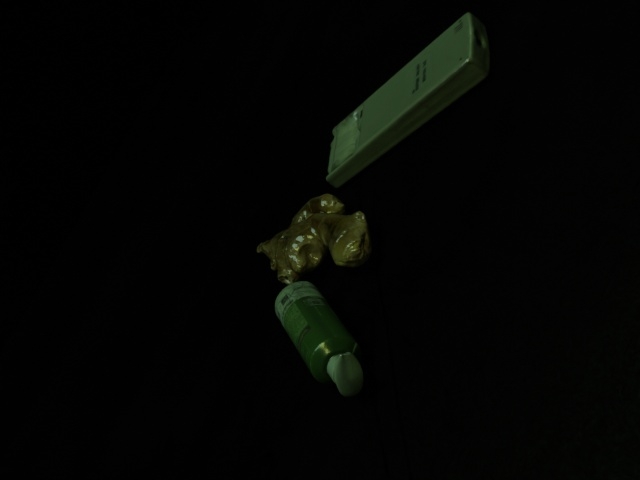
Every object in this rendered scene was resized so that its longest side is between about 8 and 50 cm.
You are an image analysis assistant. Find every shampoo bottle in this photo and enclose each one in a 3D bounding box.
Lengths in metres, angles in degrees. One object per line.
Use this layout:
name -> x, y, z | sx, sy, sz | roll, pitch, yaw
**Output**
shampoo bottle -> 0.002, 0.110, 0.991 | 0.065, 0.065, 0.204 | -52, 26, 6

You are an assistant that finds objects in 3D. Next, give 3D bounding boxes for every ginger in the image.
ginger -> -0.003, 0.008, 1.129 | 0.133, 0.059, 0.214 | -47, 28, -2

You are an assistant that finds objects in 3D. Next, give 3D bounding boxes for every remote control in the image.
remote control -> 0.109, -0.180, 1.186 | 0.285, 0.038, 0.123 | -39, 29, 34
